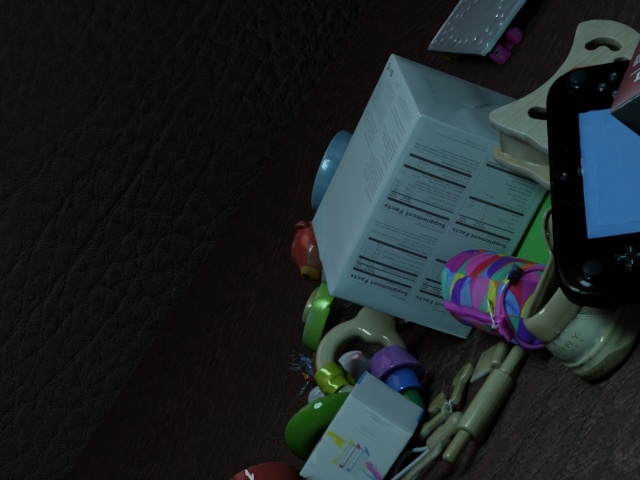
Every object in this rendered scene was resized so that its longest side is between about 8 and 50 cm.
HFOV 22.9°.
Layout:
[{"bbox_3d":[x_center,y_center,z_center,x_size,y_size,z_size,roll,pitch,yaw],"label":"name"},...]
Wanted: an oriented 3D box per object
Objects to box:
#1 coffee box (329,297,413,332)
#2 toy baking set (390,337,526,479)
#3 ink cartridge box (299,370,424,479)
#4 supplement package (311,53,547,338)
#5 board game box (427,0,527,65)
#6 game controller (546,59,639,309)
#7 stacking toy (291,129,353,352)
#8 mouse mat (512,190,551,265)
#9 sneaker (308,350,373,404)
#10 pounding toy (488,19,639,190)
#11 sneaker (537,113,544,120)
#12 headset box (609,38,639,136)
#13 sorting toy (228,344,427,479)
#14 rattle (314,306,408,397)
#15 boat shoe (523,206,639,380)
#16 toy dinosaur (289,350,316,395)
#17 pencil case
[{"bbox_3d":[0.127,0.008,2.282,0.141,0.098,0.246,-37,22,56],"label":"coffee box"},{"bbox_3d":[0.149,0.219,1.822,0.256,0.030,0.197,-54,5,-28],"label":"toy baking set"},{"bbox_3d":[0.046,0.250,1.907,0.143,0.090,0.092,-59,-4,19],"label":"ink cartridge box"},{"bbox_3d":[0.138,-0.056,1.998,0.199,0.198,0.262,-104,36,-61],"label":"supplement package"},{"bbox_3d":[0.364,-0.481,2.805,0.390,0.050,0.390,-54,13,0],"label":"board game box"},{"bbox_3d":[0.316,-0.066,1.595,0.166,0.067,0.319,-14,47,20],"label":"game controller"},{"bbox_3d":[0.000,0.000,2.382,0.279,0.130,0.309,-59,-16,-44],"label":"stacking toy"},{"bbox_3d":[0.272,-0.014,1.887,0.190,0.007,0.152,-137,65,-73],"label":"mouse mat"},{"bbox_3d":[0.032,0.213,2.229,0.152,0.054,0.061,-53,20,37],"label":"sneaker"},{"bbox_3d":[0.315,-0.192,1.814,0.269,0.155,0.154,-29,51,-10],"label":"pounding toy"},{"bbox_3d":[0.317,-0.170,2.080,0.058,0.084,0.152,-49,13,24],"label":"sneaker"},{"bbox_3d":[0.402,-0.152,1.413,0.110,0.218,0.293,-36,21,55],"label":"headset box"},{"bbox_3d":[0.015,0.294,2.023,0.365,0.127,0.126,-46,44,24],"label":"sorting toy"},{"bbox_3d":[0.081,0.155,2.156,0.130,0.143,0.199,13,61,31],"label":"rattle"},{"bbox_3d":[0.299,-0.012,1.672,0.121,0.110,0.341,-42,18,45],"label":"boat shoe"},{"bbox_3d":[-0.016,0.195,2.470,0.090,0.047,0.082,-46,29,-10],"label":"toy dinosaur"},{"bbox_3d":[0.210,0.065,1.815,0.104,0.104,0.236,-55,11,-4],"label":"pencil case"}]
